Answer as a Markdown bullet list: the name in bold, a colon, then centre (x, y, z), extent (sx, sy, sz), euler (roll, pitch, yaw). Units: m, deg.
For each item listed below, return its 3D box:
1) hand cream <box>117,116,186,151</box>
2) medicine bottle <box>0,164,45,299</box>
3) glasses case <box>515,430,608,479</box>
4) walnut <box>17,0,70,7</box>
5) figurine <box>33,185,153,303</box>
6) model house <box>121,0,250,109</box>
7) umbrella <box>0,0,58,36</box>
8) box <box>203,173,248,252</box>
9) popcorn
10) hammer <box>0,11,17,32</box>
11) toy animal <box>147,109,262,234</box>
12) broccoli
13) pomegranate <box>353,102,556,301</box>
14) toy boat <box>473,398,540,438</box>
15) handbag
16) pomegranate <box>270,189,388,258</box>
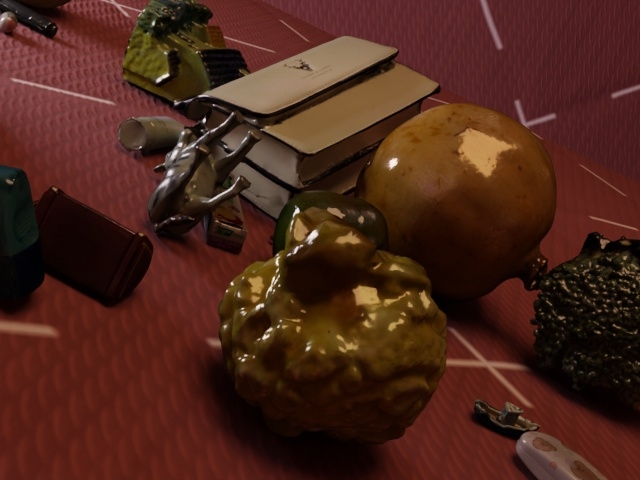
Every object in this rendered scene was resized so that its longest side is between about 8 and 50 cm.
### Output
- **hand cream**: centre (-0.245, -0.167, 1.638), extent (0.078, 0.050, 0.205), euler (29, 15, 10)
- **medicine bottle**: centre (-0.388, -0.028, 1.019), extent (0.258, 0.124, 0.079), euler (13, 22, 0)
- **glasses case**: centre (0.278, 0.264, 1.147), extent (0.063, 0.041, 0.164), euler (6, 26, -43)
- **walnut**: centre (-0.553, -0.550, 2.066), extent (0.213, 0.213, 0.213), euler (22, 19, -8)
- **figurine**: centre (-0.255, -0.003, 1.154), extent (0.154, 0.082, 0.098), euler (28, 5, 10)
- **model house**: centre (-0.215, -0.322, 1.902), extent (0.211, 0.170, 0.194), euler (30, 17, 12)
- **umbrella**: centre (-0.541, -0.411, 1.944), extent (0.133, 0.031, 0.036), euler (28, 45, 7)
- **box**: centre (-0.136, -0.047, 1.461), extent (0.050, 0.041, 0.207), euler (16, 20, -16)
- **popcorn**: centre (0.009, 0.072, 1.041), extent (0.206, 0.237, 0.251), euler (6, 65, -20)
- **hammer**: centre (-0.570, -0.384, 1.846), extent (0.083, 0.031, 0.052), euler (7, 21, -17)
- **toy animal**: centre (-0.151, -0.097, 1.393), extent (0.090, 0.170, 0.255), euler (43, 14, -14)
- **broccoli**: centre (0.427, 0.116, 1.492), extent (0.263, 0.247, 0.243), euler (-10, -22, 8)
- **pomegranate**: centre (0.189, -0.054, 1.525), extent (0.307, 0.307, 0.307), euler (22, 19, -8)
- **toy boat**: centre (0.217, 0.205, 1.238), extent (0.083, 0.038, 0.038), euler (22, 19, -5)
- **handbag**: centre (-0.007, -0.196, 1.677), extent (0.236, 0.160, 0.358), euler (32, 41, 26)
- **pomegranate**: centre (0.000, 0.000, 1.400), extent (0.152, 0.131, 0.191), euler (9, 1, -25)
